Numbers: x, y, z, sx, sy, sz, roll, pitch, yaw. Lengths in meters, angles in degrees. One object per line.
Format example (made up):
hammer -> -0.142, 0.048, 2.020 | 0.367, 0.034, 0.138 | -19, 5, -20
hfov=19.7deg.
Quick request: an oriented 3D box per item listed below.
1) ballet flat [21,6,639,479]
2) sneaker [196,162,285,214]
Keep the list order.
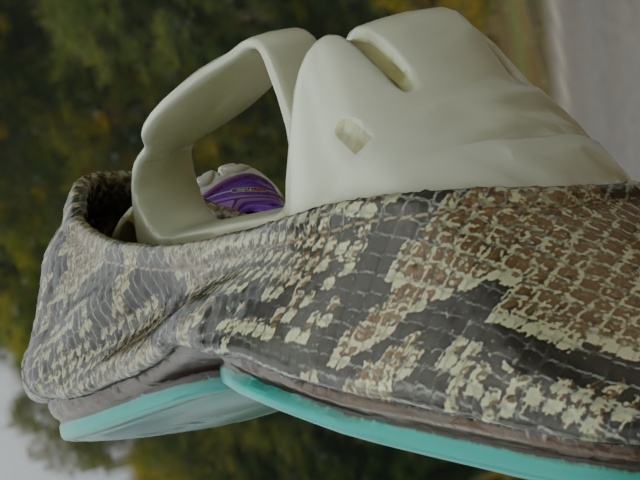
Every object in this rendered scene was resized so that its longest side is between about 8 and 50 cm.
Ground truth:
ballet flat -> 0.000, 0.000, 0.751 | 0.483, 0.164, 0.182 | -5, 87, 59
sneaker -> -0.096, 0.011, 1.277 | 0.071, 0.170, 0.068 | 43, 165, 39
